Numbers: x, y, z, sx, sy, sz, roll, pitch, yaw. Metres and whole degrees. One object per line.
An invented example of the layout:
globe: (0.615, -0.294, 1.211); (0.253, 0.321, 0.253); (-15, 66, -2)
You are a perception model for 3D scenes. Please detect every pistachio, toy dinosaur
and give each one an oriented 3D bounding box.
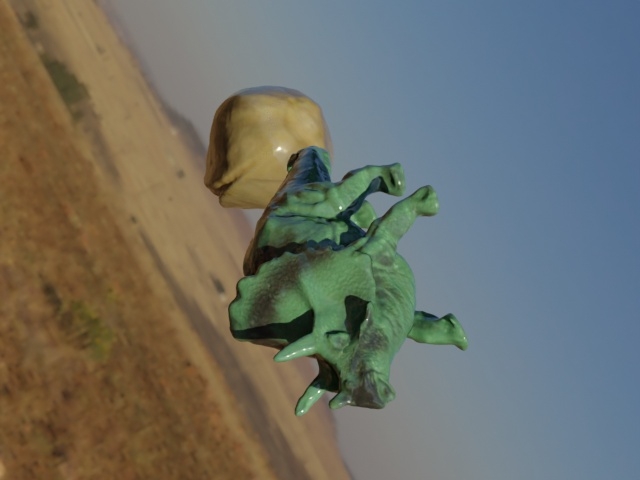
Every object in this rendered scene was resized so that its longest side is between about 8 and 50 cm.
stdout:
pistachio: (-0.057, -0.087, 1.208); (0.136, 0.136, 0.226); (62, -13, -5)
toy dinosaur: (0.017, -0.003, 0.689); (0.292, 0.120, 0.079); (-82, 159, -57)
